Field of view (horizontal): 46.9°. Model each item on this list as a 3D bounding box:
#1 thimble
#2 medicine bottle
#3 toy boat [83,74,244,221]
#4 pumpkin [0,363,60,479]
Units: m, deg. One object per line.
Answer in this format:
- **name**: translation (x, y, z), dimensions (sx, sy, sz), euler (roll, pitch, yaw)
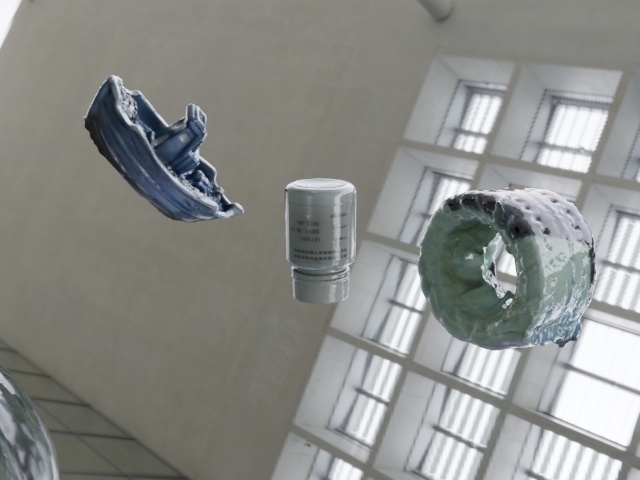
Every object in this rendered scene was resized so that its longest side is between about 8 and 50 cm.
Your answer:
- **thimble**: translation (0.256, 0.043, 1.018), dimensions (0.237, 0.150, 0.238), euler (8, -80, 54)
- **medicine bottle**: translation (0.000, 0.000, 0.828), dimensions (0.080, 0.080, 0.131), euler (13, -70, 40)
- **toy boat**: translation (-0.216, -0.128, 1.100), dimensions (0.142, 0.309, 0.129), euler (-27, -138, 16)
- **pumpkin**: translation (-0.232, 0.126, 0.291), dimensions (0.249, 0.249, 0.216), euler (-13, -95, 34)
